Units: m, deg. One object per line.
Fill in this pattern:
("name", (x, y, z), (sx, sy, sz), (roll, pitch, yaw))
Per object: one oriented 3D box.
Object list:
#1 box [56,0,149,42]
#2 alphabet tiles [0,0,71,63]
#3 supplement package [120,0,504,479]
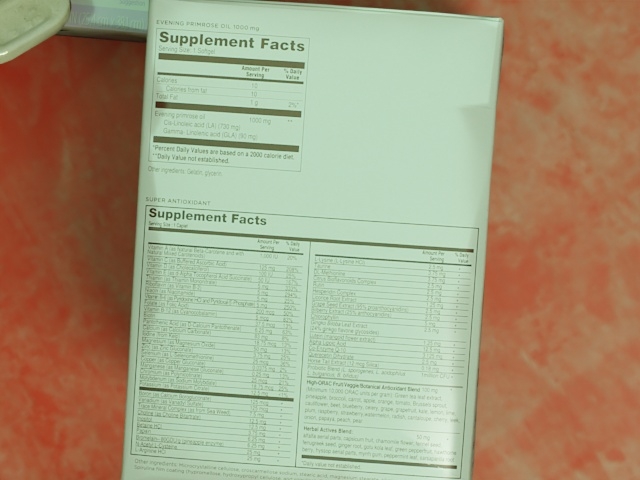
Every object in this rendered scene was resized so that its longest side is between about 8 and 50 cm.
("box", (-0.230, -0.142, 0.958), (0.324, 0.063, 0.067), (6, 91, 3))
("alphabet tiles", (-0.256, -0.162, 0.910), (0.284, 0.021, 0.278), (-33, 69, -14))
("supplement package", (0.000, 0.000, 0.887), (0.149, 0.194, 0.203), (4, 94, 2))
